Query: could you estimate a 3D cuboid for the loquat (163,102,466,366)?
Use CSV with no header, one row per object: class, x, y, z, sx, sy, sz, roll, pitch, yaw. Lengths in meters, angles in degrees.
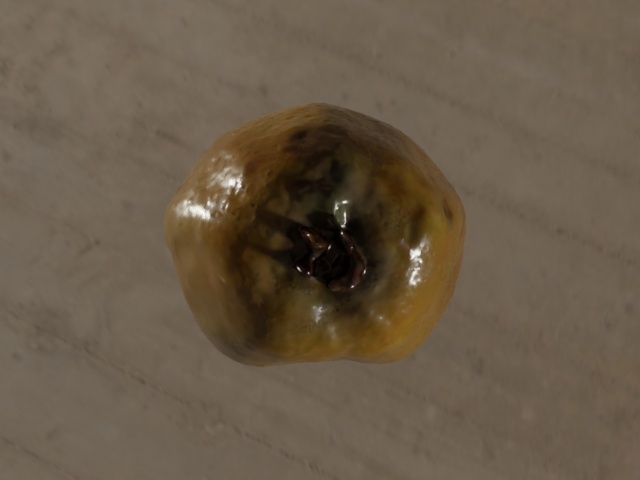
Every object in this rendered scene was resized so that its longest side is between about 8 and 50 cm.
loquat,0.000,0.000,1.113,0.187,0.234,0.176,-18,-93,2
